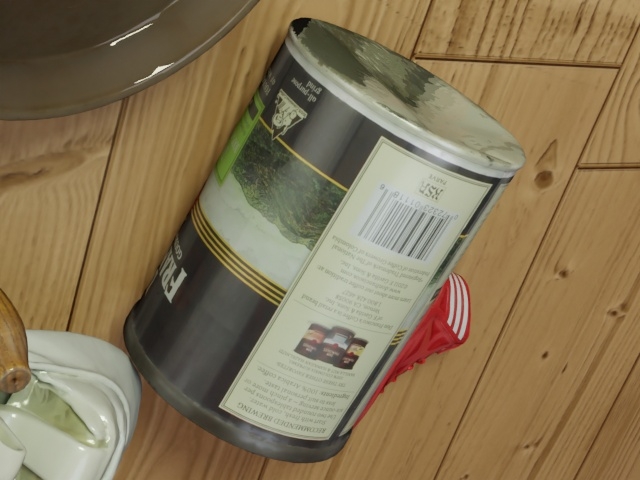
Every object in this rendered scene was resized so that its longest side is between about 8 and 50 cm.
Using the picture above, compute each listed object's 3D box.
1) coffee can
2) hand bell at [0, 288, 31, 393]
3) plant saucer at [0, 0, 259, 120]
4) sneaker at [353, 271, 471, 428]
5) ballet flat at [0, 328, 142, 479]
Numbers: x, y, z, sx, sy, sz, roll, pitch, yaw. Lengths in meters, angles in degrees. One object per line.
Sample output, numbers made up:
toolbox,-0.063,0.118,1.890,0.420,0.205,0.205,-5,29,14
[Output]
coffee can,0.000,0.000,0.977,0.201,0.201,0.275,13,116,-42
hand bell,-0.230,0.010,0.787,0.126,0.242,0.126,-20,135,-21
plant saucer,-0.121,-0.178,0.682,0.277,0.041,0.278,-28,153,-16
sneaker,0.071,0.119,1.218,0.128,0.087,0.221,17,114,-42
ballet flat,-0.215,0.124,0.811,0.139,0.139,0.400,-50,151,10
